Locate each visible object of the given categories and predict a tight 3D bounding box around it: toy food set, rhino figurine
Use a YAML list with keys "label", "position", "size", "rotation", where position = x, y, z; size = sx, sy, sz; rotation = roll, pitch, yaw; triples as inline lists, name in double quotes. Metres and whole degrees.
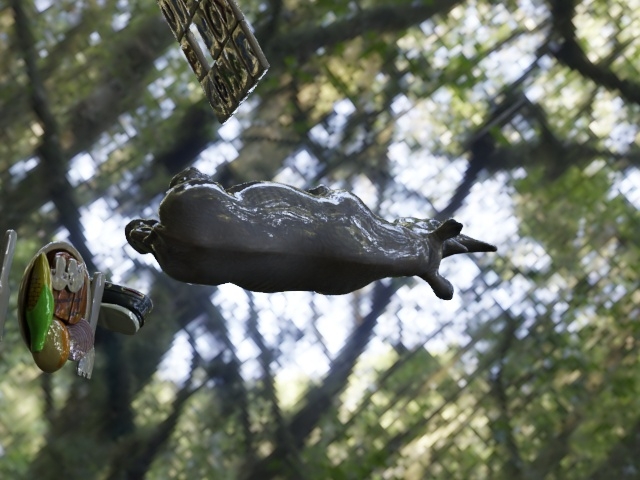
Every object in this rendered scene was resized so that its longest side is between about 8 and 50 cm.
- label: "toy food set"
  position: [-0.254, 0.067, 1.494]
  size: [0.039, 0.132, 0.192]
  rotation: [3, -12, 23]
- label: "rhino figurine"
  position: [0.000, 0.000, 0.983]
  size: [0.106, 0.243, 0.073]
  rotation: [-144, -120, -74]

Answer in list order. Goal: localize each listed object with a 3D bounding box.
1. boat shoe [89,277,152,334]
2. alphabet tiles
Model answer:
- label: "boat shoe"
  position: [-0.242, 0.063, 1.623]
  size: [0.133, 0.042, 0.049]
  rotation: [16, -45, 21]
- label: "alphabet tiles"
  position: [-0.115, -0.216, 1.199]
  size: [0.237, 0.009, 0.198]
  rotation: [62, -15, 1]
